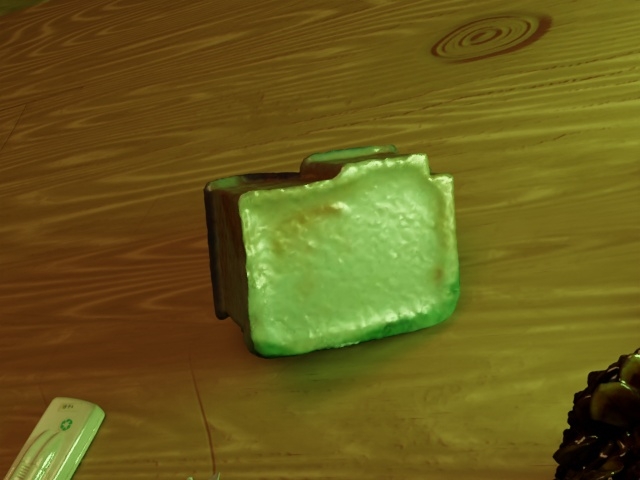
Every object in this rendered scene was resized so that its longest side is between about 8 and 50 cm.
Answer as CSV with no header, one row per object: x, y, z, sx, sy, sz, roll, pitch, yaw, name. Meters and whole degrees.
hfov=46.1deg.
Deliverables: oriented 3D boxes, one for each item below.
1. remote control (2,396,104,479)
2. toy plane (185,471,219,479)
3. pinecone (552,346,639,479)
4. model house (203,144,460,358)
-0.394,0.322,1.047,0.090,0.049,0.230,2,48,26,remote control
-0.204,0.349,0.896,0.234,0.082,0.160,-25,15,2,toy plane
0.335,0.218,0.623,0.246,0.246,0.292,-31,60,-3,pinecone
0.000,0.000,1.052,0.312,0.245,0.280,-10,9,-19,model house
